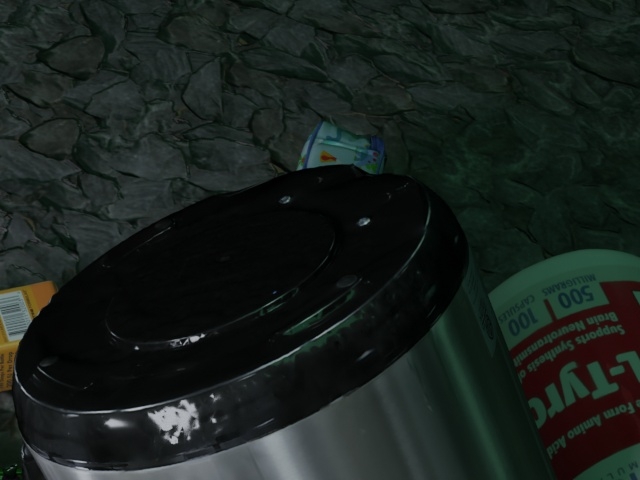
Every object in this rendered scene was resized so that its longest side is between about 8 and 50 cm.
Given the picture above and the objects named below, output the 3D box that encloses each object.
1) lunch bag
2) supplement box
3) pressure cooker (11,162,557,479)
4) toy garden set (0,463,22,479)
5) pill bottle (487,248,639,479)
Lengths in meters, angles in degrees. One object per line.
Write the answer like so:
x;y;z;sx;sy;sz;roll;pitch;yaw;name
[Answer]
0.000;0.000;1.507;0.090;0.176;0.219;16;46;-2;lunch bag
-0.358;0.108;1.392;0.233;0.078;0.080;-10;51;-20;supplement box
-0.001;0.198;1.141;0.375;0.420;0.370;5;36;47;pressure cooker
-0.221;0.289;1.256;0.204;0.049;0.244;1;45;-11;toy garden set
0.283;0.221;1.296;0.229;0.229;0.407;-5;45;-16;pill bottle
